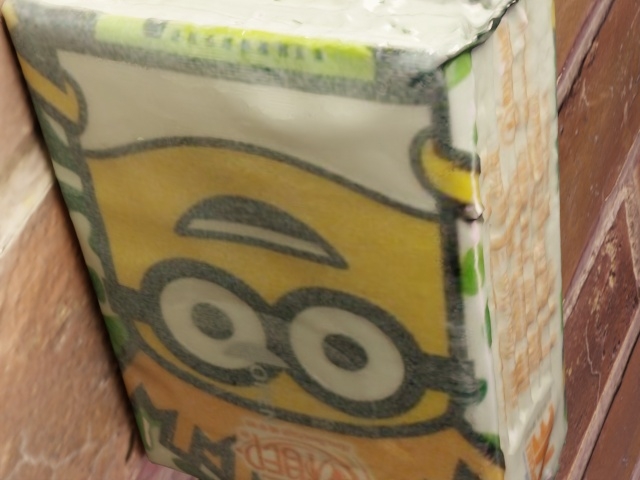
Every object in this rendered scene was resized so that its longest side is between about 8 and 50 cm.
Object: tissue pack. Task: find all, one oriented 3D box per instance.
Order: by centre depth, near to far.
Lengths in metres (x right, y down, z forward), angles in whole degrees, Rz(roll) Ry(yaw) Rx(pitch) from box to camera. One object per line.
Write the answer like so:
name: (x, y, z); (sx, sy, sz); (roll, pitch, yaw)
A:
tissue pack: (0.000, 0.000, 0.743); (0.128, 0.228, 0.311); (-53, 144, -43)
